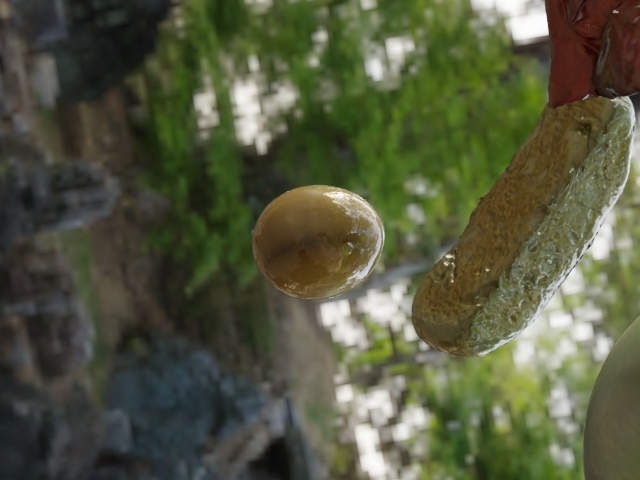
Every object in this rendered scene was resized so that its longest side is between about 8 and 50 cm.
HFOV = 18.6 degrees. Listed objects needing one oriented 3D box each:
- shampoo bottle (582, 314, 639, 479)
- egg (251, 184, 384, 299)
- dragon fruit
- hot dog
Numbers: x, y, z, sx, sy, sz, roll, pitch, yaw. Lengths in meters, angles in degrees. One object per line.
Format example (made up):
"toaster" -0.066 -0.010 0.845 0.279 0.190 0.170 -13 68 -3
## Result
"shampoo bottle" 0.278 0.055 0.705 0.322 0.317 0.322 37 -31 27
"egg" 0.000 0.000 1.341 0.096 0.080 0.080 -22 -104 52
"dragon fruit" 0.236 -0.118 1.215 0.122 0.192 0.092 46 52 -50
"hot dog" 0.164 -0.011 1.490 0.073 0.242 0.084 38 -6 -39
